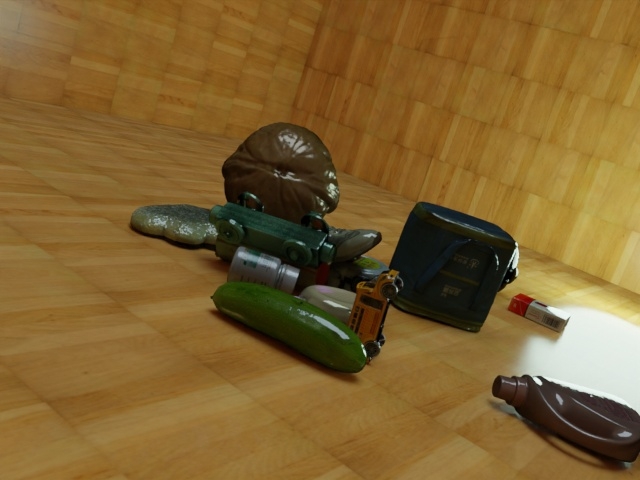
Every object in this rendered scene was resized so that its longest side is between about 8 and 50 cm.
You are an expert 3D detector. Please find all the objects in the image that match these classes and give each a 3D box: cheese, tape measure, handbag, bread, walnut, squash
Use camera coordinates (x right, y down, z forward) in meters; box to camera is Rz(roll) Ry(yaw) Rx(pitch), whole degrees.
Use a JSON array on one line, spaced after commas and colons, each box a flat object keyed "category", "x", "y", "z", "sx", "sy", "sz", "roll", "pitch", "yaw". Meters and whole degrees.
[{"category": "cheese", "x": -0.005, "y": 0.124, "z": 1.245, "sx": 0.227, "sy": 0.064, "sz": 0.137, "roll": 13, "pitch": 10, "yaw": -27}, {"category": "tape measure", "x": 0.110, "y": 0.064, "z": 1.588, "sx": 0.164, "sy": 0.084, "sz": 0.330, "roll": 24, "pitch": 18, "yaw": 16}, {"category": "handbag", "x": 0.301, "y": 0.057, "z": 1.560, "sx": 0.263, "sy": 0.241, "sz": 0.222, "roll": 16, "pitch": 13, "yaw": -8}, {"category": "bread", "x": -0.293, "y": -0.034, "z": 1.542, "sx": 0.207, "sy": 0.056, "sz": 0.286, "roll": 21, "pitch": 14, "yaw": 18}, {"category": "walnut", "x": -0.101, "y": -0.137, "z": 1.656, "sx": 0.333, "sy": 0.333, "sz": 0.333, "roll": 17, "pitch": 13, "yaw": -4}, {"category": "squash", "x": -0.050, "y": 0.133, "z": 1.097, "sx": 0.292, "sy": 0.082, "sz": 0.082, "roll": 23, "pitch": 13, "yaw": 22}]

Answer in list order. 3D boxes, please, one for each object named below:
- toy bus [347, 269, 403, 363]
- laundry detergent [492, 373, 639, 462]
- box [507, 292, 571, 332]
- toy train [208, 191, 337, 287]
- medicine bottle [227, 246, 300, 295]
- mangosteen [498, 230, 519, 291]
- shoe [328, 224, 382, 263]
[{"category": "toy bus", "x": 0.089, "y": 0.125, "z": 1.149, "sx": 0.074, "sy": 0.162, "sz": 0.069, "roll": 18, "pitch": 12, "yaw": 12}, {"category": "laundry detergent", "x": 0.415, "y": 0.290, "z": 1.099, "sx": 0.237, "sy": 0.076, "sz": 0.171, "roll": 17, "pitch": 13, "yaw": -5}, {"category": "box", "x": 0.610, "y": 0.199, "z": 1.842, "sx": 0.152, "sy": 0.048, "sz": 0.100, "roll": 22, "pitch": 11, "yaw": 26}, {"category": "toy train", "x": -0.100, "y": 0.012, "z": 1.386, "sx": 0.285, "sy": 0.177, "sz": 0.116, "roll": 17, "pitch": 47, "yaw": 16}, {"category": "medicine bottle", "x": -0.111, "y": 0.067, "z": 1.298, "sx": 0.130, "sy": 0.080, "sz": 0.080, "roll": 17, "pitch": 13, "yaw": -1}, {"category": "mangosteen", "x": 0.493, "y": 0.058, "z": 1.966, "sx": 0.210, "sy": 0.210, "sz": 0.210, "roll": 17, "pitch": 13, "yaw": -4}, {"category": "shoe", "x": 0.000, "y": 0.000, "z": 1.452, "sx": 0.275, "sy": 0.098, "sz": 0.103, "roll": -9, "pitch": 18, "yaw": 19}]
